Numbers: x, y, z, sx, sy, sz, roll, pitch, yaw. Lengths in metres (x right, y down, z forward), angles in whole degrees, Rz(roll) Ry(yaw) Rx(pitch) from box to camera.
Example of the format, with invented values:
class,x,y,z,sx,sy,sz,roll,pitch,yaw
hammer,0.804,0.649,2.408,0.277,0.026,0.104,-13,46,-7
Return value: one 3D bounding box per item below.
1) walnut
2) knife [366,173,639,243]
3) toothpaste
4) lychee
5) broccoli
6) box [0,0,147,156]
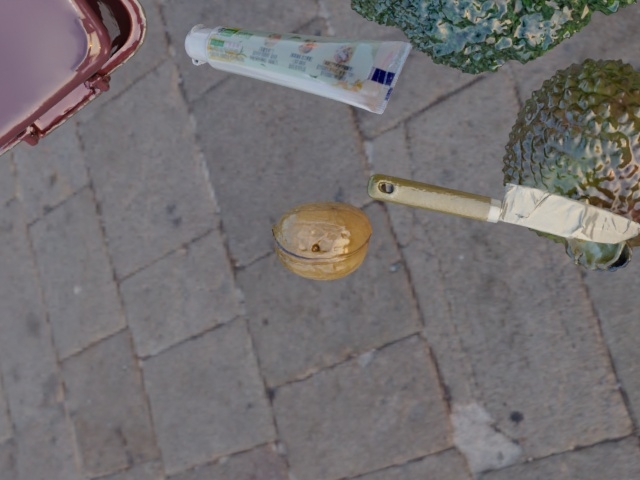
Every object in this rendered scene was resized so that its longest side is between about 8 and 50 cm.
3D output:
class,x,y,z,sx,sy,sz,roll,pitch,yaw
walnut,0.000,0.000,1.791,0.180,0.144,0.144,6,96,5
knife,0.193,-0.036,1.026,0.017,0.297,0.047,136,145,-78
toothpaste,-0.036,-0.199,1.099,0.314,0.056,0.058,19,126,41
lychee,0.387,-0.107,1.427,0.270,0.270,0.320,22,75,38
broccoli,0.168,-0.272,0.827,0.297,0.297,0.298,-2,87,35
box,-0.264,-0.186,0.665,0.193,0.294,0.167,-37,19,2
